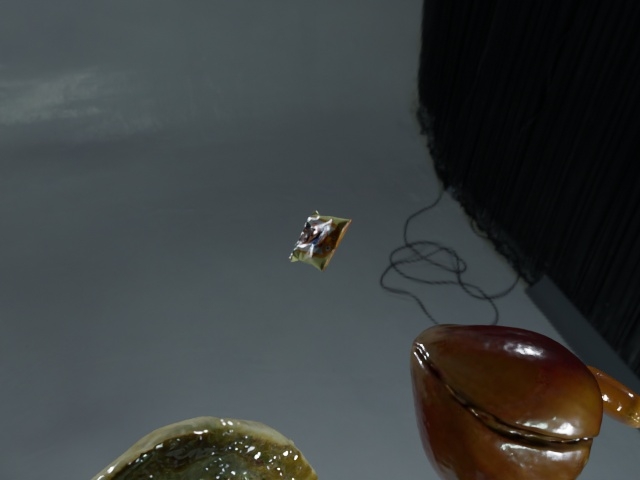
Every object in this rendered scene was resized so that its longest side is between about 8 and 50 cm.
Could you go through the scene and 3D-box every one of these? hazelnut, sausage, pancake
[{"bbox_3d":[0.175,0.169,0.720,0.208,0.208,0.208,4,39,-3],"label":"hazelnut"},{"bbox_3d":[0.681,0.369,1.661,0.098,0.098,0.238,-10,18,-20],"label":"sausage"},{"bbox_3d":[-0.144,0.356,0.767,0.356,0.356,0.065,-16,22,-26],"label":"pancake"}]

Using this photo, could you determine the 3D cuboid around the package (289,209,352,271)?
[{"bbox_3d":[-0.001,0.000,1.258,0.120,0.031,0.108,15,74,54],"label":"package"}]
